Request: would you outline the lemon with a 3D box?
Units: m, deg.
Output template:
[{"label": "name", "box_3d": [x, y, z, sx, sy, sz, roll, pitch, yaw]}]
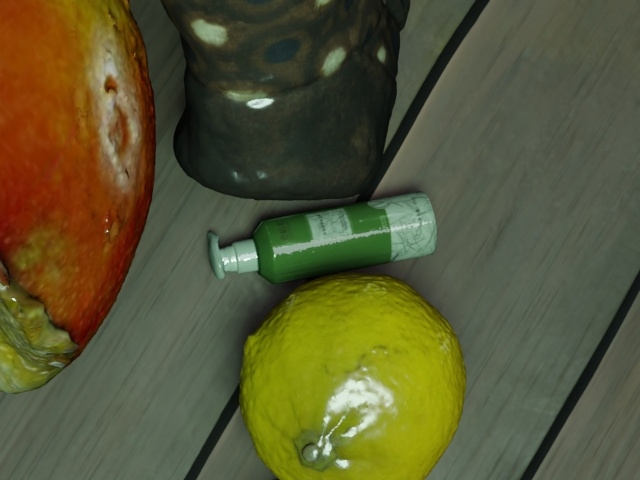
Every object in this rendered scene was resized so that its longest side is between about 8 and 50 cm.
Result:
[{"label": "lemon", "box_3d": [0.027, 0.123, 0.985, 0.192, 0.231, 0.192, 5, 108, 16]}]

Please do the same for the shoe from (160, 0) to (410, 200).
[{"label": "shoe", "box_3d": [-0.047, -0.151, 0.894, 0.171, 0.384, 0.237, 10, 87, 18]}]

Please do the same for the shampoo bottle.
[{"label": "shampoo bottle", "box_3d": [0.000, 0.000, 1.054, 0.204, 0.065, 0.065, -11, 93, -13]}]

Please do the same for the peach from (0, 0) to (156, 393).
[{"label": "peach", "box_3d": [-0.281, -0.090, 0.836, 0.353, 0.339, 0.417, -8, 93, -40]}]
